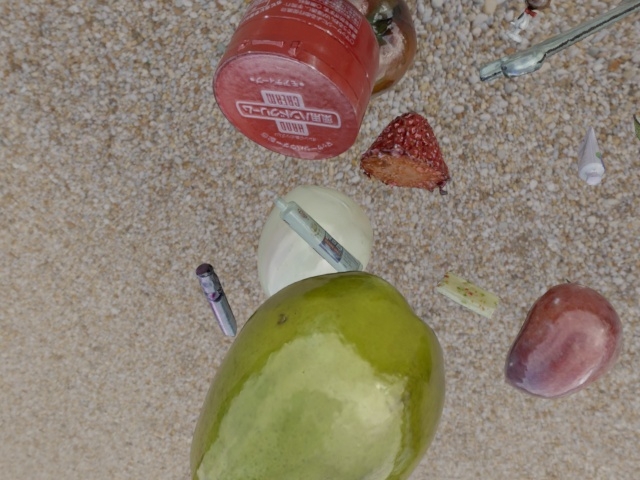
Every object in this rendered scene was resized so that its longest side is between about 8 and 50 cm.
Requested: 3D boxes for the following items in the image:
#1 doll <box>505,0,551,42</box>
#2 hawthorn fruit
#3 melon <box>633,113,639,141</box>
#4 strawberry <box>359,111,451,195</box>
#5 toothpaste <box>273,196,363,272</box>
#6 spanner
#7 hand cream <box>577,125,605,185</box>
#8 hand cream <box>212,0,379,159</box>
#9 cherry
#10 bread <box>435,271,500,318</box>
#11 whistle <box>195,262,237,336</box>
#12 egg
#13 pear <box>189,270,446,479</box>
[{"bbox_3d":[0.320,-0.352,0.717,0.040,0.058,0.085,14,113,-14],"label":"doll"},{"bbox_3d":[0.091,-0.449,1.060,0.267,0.301,0.268,-6,105,-23],"label":"hawthorn fruit"},{"bbox_3d":[0.692,-0.185,0.914,0.182,0.098,0.054,32,154,18],"label":"melon"},{"bbox_3d":[0.229,-0.230,1.164,0.233,0.178,0.234,17,169,3],"label":"strawberry"},{"bbox_3d":[0.000,0.000,0.843,0.038,0.060,0.233,-26,124,36],"label":"toothpaste"},{"bbox_3d":[0.271,-0.217,0.470,0.071,0.302,0.017,16,132,60],"label":"spanner"},{"bbox_3d":[0.620,-0.186,1.073,0.053,0.142,0.084,9,143,9],"label":"hand cream"},{"bbox_3d":[-0.027,-0.204,0.586,0.193,0.125,0.193,16,158,7],"label":"hand cream"},{"bbox_3d":[0.247,0.103,0.466,0.106,0.087,0.126,20,94,-43],"label":"cherry"},{"bbox_3d":[0.379,0.138,1.196,0.153,0.068,0.028,30,144,21],"label":"bread"},{"bbox_3d":[-0.170,0.102,0.772,0.033,0.033,0.176,3,138,11],"label":"whistle"},{"bbox_3d":[-0.017,0.024,1.182,0.283,0.345,0.283,24,162,8],"label":"egg"},{"bbox_3d":[-0.003,0.181,0.528,0.253,0.253,0.307,45,80,-20],"label":"pear"}]
